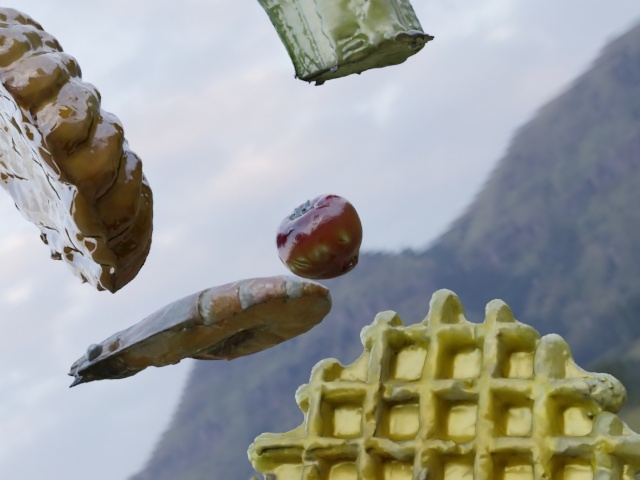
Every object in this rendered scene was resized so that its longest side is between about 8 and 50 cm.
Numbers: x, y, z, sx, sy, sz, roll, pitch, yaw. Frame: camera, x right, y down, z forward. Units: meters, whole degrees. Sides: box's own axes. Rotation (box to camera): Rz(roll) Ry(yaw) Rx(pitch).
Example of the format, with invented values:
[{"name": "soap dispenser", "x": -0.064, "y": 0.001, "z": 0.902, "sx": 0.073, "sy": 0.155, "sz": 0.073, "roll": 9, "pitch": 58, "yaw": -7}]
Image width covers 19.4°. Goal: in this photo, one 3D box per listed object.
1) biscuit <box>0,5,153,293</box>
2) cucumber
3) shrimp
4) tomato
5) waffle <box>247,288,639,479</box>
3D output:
[{"name": "biscuit", "x": -0.270, "y": -0.101, "z": 1.868, "sx": 0.107, "sy": 0.325, "sz": 0.325, "roll": -37, "pitch": -11, "yaw": -19}, {"name": "cucumber", "x": -0.009, "y": -0.321, "z": 1.969, "sx": 0.145, "sy": 0.325, "sz": 0.105, "roll": -26, "pitch": -9, "yaw": 17}, {"name": "shrimp", "x": -0.133, "y": 0.112, "z": 2.138, "sx": 0.317, "sy": 0.062, "sz": 0.164, "roll": -20, "pitch": -30, "yaw": 9}, {"name": "tomato", "x": 0.000, "y": 0.000, "z": 1.775, "sx": 0.087, "sy": 0.075, "sz": 0.087, "roll": -31, "pitch": 18, "yaw": 11}, {"name": "waffle", "x": 0.083, "y": 0.159, "z": 1.185, "sx": 0.250, "sy": 0.261, "sz": 0.056, "roll": -40, "pitch": -35, "yaw": -5}]
